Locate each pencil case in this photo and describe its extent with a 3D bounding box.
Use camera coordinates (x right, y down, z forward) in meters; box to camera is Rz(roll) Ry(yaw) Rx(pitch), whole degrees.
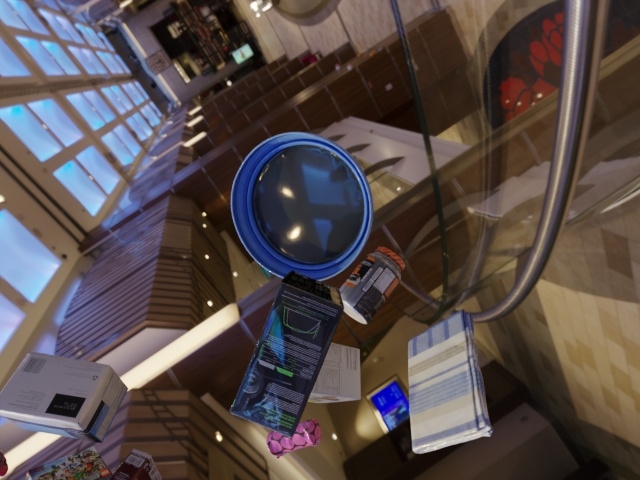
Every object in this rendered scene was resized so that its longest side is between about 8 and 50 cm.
[{"bbox_3d":[-0.095,0.738,1.499,0.095,0.209,0.098,23,-135,-55],"label":"pencil case"}]

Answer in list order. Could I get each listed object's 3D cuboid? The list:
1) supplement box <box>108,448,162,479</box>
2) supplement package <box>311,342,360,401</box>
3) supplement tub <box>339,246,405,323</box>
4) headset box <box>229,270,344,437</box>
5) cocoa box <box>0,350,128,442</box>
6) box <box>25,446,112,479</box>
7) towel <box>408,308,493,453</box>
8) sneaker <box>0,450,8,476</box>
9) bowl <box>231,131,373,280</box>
[{"bbox_3d":[-0.581,0.756,1.166,0.239,0.073,0.131,-54,-35,-51],"label":"supplement box"},{"bbox_3d":[-0.018,0.393,1.195,0.203,0.194,0.150,24,-125,-38],"label":"supplement package"},{"bbox_3d":[0.223,0.192,1.781,0.193,0.316,0.194,37,164,13],"label":"supplement tub"},{"bbox_3d":[-0.063,0.226,0.853,0.131,0.284,0.246,21,-178,0],"label":"headset box"},{"bbox_3d":[-0.984,0.606,1.555,0.228,0.346,0.232,91,-172,-48],"label":"cocoa box"},{"bbox_3d":[-0.914,0.864,1.472,0.159,0.044,0.233,29,-168,30],"label":"box"},{"bbox_3d":[0.278,0.314,0.909,0.034,0.209,0.285,29,-139,-19],"label":"towel"},{"bbox_3d":[-1.025,0.703,1.093,0.112,0.299,0.121,44,144,3],"label":"sneaker"},{"bbox_3d":[-0.048,-0.085,1.068,0.391,0.391,0.077,57,-157,-1],"label":"bowl"}]
